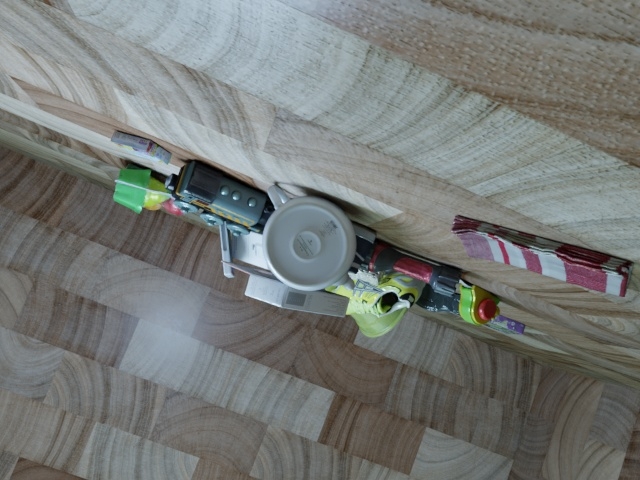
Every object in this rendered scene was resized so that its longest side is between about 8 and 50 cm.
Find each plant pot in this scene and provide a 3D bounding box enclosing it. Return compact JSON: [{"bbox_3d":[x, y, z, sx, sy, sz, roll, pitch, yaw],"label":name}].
[{"bbox_3d":[0.162,0.184,2.299,0.253,0.276,0.276,37,167,-24],"label":"plant pot"}]

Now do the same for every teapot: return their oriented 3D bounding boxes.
[{"bbox_3d":[-0.026,-0.001,1.555,0.252,0.256,0.187,7,-173,5],"label":"teapot"}]

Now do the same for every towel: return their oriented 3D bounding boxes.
[{"bbox_3d":[0.436,0.040,1.212,0.328,0.037,0.237,17,172,28],"label":"towel"}]

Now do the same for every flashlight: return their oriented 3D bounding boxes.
[{"bbox_3d":[0.256,0.083,1.788,0.303,0.103,0.103,21,170,15],"label":"flashlight"}]

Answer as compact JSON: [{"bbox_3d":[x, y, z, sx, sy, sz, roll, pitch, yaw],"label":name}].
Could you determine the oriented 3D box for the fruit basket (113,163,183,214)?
[{"bbox_3d":[-0.592,-0.177,2.290,0.352,0.166,0.327,7,178,-17],"label":"fruit basket"}]

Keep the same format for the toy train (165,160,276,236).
[{"bbox_3d":[-0.284,-0.118,1.779,0.333,0.142,0.190,24,163,-24],"label":"toy train"}]

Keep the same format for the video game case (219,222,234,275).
[{"bbox_3d":[-0.309,-0.026,1.977,0.025,0.286,0.204,-6,175,-6],"label":"video game case"}]

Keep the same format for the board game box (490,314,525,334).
[{"bbox_3d":[0.646,0.306,2.513,0.346,0.056,0.208,21,177,2],"label":"board game box"}]

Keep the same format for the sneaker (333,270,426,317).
[{"bbox_3d":[0.173,0.186,2.055,0.384,0.147,0.145,-25,115,40],"label":"sneaker"}]

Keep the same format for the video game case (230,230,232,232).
[{"bbox_3d":[-0.276,-0.014,2.515,0.299,0.036,0.329,31,-178,-32],"label":"video game case"}]

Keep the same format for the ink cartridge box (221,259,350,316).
[{"bbox_3d":[-0.103,0.140,1.715,0.261,0.066,0.296,15,178,38],"label":"ink cartridge box"}]

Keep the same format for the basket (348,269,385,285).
[{"bbox_3d":[0.135,0.066,1.959,0.167,0.103,0.113,20,167,13],"label":"basket"}]

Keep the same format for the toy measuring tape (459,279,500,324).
[{"bbox_3d":[0.465,0.195,1.950,0.330,0.122,0.121,26,171,-33],"label":"toy measuring tape"}]

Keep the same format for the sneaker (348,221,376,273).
[{"bbox_3d":[0.000,0.000,1.695,0.282,0.153,0.099,21,175,4],"label":"sneaker"}]

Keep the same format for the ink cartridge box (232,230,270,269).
[{"bbox_3d":[-0.114,0.013,1.956,0.282,0.117,0.207,16,-157,32],"label":"ink cartridge box"}]

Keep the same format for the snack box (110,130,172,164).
[{"bbox_3d":[-0.505,-0.260,1.713,0.141,0.037,0.100,18,173,27],"label":"snack box"}]

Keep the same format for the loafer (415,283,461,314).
[{"bbox_3d":[0.465,0.232,2.323,0.267,0.096,0.084,14,176,32],"label":"loafer"}]
